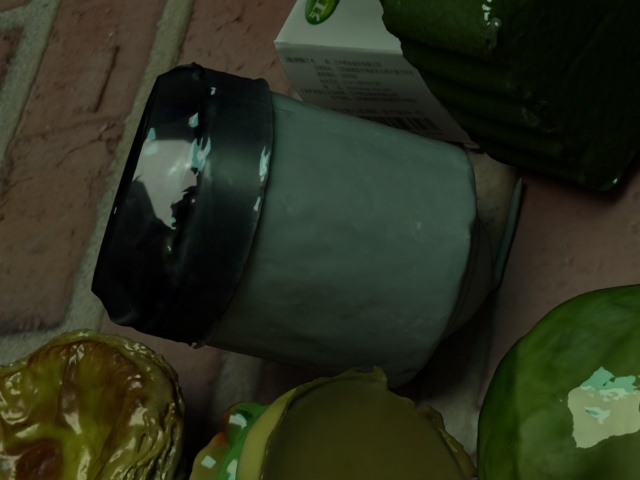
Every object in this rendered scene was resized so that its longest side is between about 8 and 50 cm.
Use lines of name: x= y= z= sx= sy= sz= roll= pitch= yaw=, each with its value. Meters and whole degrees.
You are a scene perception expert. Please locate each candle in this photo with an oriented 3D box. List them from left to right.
candle: x=0.000 y=0.000 z=1.422 sx=0.221 sy=0.342 sz=0.221 roll=-164 pitch=90 yaw=-75

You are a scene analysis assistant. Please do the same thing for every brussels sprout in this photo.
brussels sprout: x=0.210 y=0.158 z=1.176 sx=0.210 sy=0.219 sz=0.271 roll=12 pitch=86 yaw=33

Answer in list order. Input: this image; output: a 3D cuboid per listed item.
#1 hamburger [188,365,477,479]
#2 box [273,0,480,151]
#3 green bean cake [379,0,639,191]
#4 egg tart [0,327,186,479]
hamburger: x=-0.003 y=0.214 z=1.295 sx=0.149 sy=0.237 sz=0.237 roll=-30 pitch=41 yaw=43
box: x=0.118 y=-0.253 z=1.618 sx=0.173 sy=0.145 sz=0.333 roll=10 pitch=65 yaw=45
green bean cake: x=0.198 y=-0.200 z=1.433 sx=0.156 sy=0.247 sz=0.250 roll=24 pitch=74 yaw=47
egg tart: x=-0.222 y=0.215 z=1.541 sx=0.294 sy=0.116 sz=0.295 roll=-20 pitch=50 yaw=26
